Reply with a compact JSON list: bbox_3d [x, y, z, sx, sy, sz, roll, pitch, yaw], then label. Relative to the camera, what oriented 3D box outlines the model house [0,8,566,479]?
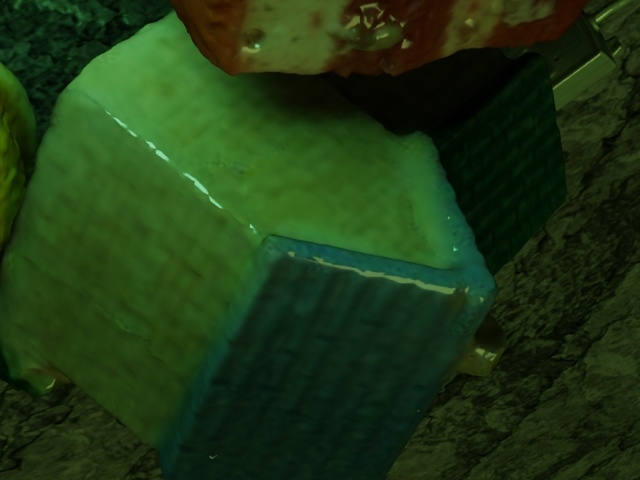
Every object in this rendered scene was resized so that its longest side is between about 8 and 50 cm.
[{"bbox_3d":[0.000,0.000,1.464,0.382,0.342,0.335,-44,166,-43],"label":"model house"}]

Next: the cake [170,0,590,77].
[{"bbox_3d":[0.031,-0.280,1.255,0.319,0.270,0.269,-13,148,-18],"label":"cake"}]

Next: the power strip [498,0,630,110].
[{"bbox_3d":[0.225,-0.175,1.752,0.175,0.075,0.042,-38,148,17],"label":"power strip"}]

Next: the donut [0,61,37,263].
[{"bbox_3d":[-0.420,-0.028,1.384,0.448,0.198,0.449,-17,150,-10],"label":"donut"}]
